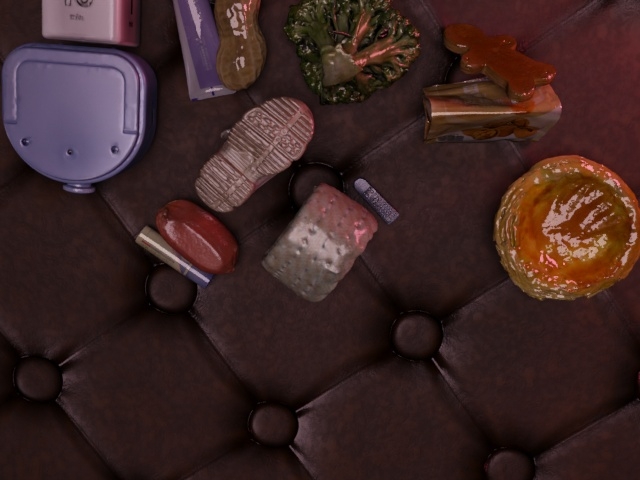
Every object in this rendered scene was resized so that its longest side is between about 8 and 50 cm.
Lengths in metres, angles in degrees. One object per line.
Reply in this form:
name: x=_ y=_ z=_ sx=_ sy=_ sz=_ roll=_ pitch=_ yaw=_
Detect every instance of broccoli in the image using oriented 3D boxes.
broccoli: x=0.068 y=-0.471 z=1.705 sx=0.321 sy=0.283 sz=0.304 roll=-28 pitch=111 yaw=27

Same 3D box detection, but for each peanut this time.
peanut: x=-0.200 y=-0.530 z=1.785 sx=0.120 sy=0.136 sz=0.299 roll=8 pitch=103 yaw=42

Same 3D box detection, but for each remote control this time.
remote control: x=0.148 y=-0.111 z=1.909 sx=0.043 sy=0.027 sz=0.152 roll=-43 pitch=99 yaw=5

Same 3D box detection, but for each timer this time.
timer: x=-0.614 y=-0.311 z=1.825 sx=0.394 sy=0.173 sz=0.395 roll=0 pitch=102 yaw=1
timer: x=-0.562 y=-0.587 z=1.750 sx=0.192 sy=0.194 sz=0.195 roll=5 pitch=104 yaw=2

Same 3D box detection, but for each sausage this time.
sausage: x=-0.322 y=-0.008 z=1.902 sx=0.148 sy=0.148 sz=0.254 roll=-43 pitch=93 yaw=11

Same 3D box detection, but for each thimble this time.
thimble: x=0.000 y=0.000 z=1.822 sx=0.195 sy=0.291 sz=0.291 roll=37 pitch=102 yaw=-5

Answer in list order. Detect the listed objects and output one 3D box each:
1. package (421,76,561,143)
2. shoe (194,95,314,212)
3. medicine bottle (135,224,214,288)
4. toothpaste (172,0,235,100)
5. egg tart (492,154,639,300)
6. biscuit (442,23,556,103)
package: x=0.414 y=-0.347 z=1.774 sx=0.311 sy=0.221 sz=0.165 roll=-3 pitch=82 yaw=3
shoe: x=-0.166 y=-0.235 z=1.807 sx=0.351 sy=0.198 sz=0.172 roll=-38 pitch=100 yaw=13
medicine bottle: x=-0.399 y=0.046 z=1.953 sx=0.230 sy=0.059 sz=0.059 roll=35 pitch=102 yaw=-5
toothpaste: x=-0.318 y=-0.549 z=1.811 sx=0.125 sy=0.080 sz=0.372 roll=-12 pitch=107 yaw=1
egg tart: x=0.627 y=-0.028 z=1.834 sx=0.387 sy=0.169 sz=0.388 roll=0 pitch=99 yaw=2
biscuit: x=0.424 y=-0.443 z=1.735 sx=0.301 sy=0.196 sz=0.049 roll=41 pitch=144 yaw=25
